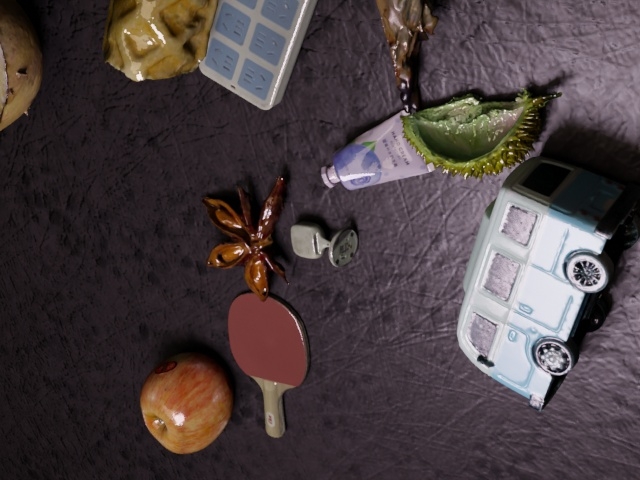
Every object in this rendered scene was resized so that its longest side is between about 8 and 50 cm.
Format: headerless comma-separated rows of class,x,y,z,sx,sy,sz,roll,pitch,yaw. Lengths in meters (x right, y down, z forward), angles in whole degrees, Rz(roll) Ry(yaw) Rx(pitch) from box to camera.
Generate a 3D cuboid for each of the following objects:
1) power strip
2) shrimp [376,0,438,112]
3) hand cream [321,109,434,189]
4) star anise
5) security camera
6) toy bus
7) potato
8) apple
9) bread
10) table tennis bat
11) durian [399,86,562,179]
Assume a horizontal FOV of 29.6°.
power strip,-0.068,-0.288,1.496,0.118,0.046,0.270,34,130,14
shrimp,0.115,-0.258,1.378,0.117,0.066,0.262,8,123,30
hand cream,0.065,-0.102,1.517,0.142,0.053,0.084,-19,104,29
star anise,-0.109,-0.006,1.684,0.157,0.053,0.212,13,124,27
security camera,0.000,0.000,1.623,0.092,0.058,0.058,19,126,39
toy bus,0.255,0.046,1.413,0.164,0.133,0.271,26,127,19
potato,-0.485,-0.279,1.741,0.239,0.116,0.299,58,143,0
apple,-0.206,0.249,1.847,0.146,0.131,0.146,21,131,27
bread,-0.177,-0.333,1.459,0.129,0.152,0.268,13,115,-11
table tennis bat,-0.075,0.185,1.798,0.138,0.022,0.247,13,121,29
durian,0.187,-0.121,1.404,0.215,0.086,0.100,-4,99,35
